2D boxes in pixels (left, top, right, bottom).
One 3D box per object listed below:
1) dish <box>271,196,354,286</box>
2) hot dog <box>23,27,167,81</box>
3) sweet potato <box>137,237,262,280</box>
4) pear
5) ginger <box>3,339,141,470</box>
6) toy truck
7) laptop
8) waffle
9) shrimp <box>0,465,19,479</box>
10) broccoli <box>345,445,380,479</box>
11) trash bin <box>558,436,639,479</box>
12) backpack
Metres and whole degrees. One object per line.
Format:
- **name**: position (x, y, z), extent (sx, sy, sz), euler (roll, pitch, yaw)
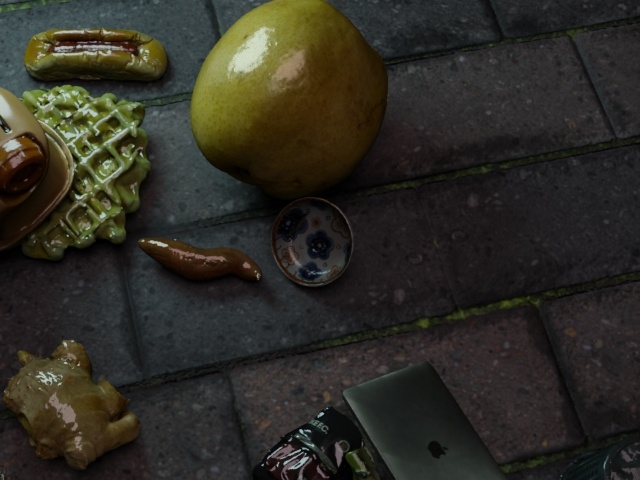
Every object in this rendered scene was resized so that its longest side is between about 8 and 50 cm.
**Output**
- **dish**: position (0.000, 0.000, 1.809), extent (0.141, 0.078, 0.141), euler (2, 95, 23)
- **hot dog**: position (-0.384, -0.319, 1.945), extent (0.242, 0.073, 0.084), euler (1, 67, -4)
- **sweet potato**: position (-0.189, 0.033, 1.785), extent (0.202, 0.058, 0.055), euler (12, 19, -3)
- **pear**: position (-0.046, -0.221, 1.797), extent (0.314, 0.314, 0.315), euler (2, 62, -4)
- **ginger**: position (-0.369, 0.230, 1.635), extent (0.157, 0.102, 0.216), euler (-36, 70, -28)
- **toy truck**: position (-0.516, -0.105, 1.677), extent (0.288, 0.212, 0.204), euler (-38, 74, -14)
- **laptop**: position (0.164, 0.305, 1.650), extent (0.187, 0.015, 0.269), euler (-14, 61, -40)
- **waffle**: position (-0.422, -0.119, 1.829), extent (0.297, 0.073, 0.317), euler (6, 67, 2)
- **shrimp**: position (-0.429, 0.401, 1.559), extent (0.073, 0.074, 0.190), euler (5, 68, -39)
- **broccoli**: position (0.085, 0.382, 1.570), extent (0.122, 0.118, 0.204), euler (-20, 84, -8)
- **trash bin**: position (0.432, 0.354, 1.603), extent (0.175, 0.161, 0.176), euler (2, 60, -3)
- **backpack**: position (-0.011, 0.315, 1.616), extent (0.120, 0.106, 0.165), euler (34, 68, 18)
